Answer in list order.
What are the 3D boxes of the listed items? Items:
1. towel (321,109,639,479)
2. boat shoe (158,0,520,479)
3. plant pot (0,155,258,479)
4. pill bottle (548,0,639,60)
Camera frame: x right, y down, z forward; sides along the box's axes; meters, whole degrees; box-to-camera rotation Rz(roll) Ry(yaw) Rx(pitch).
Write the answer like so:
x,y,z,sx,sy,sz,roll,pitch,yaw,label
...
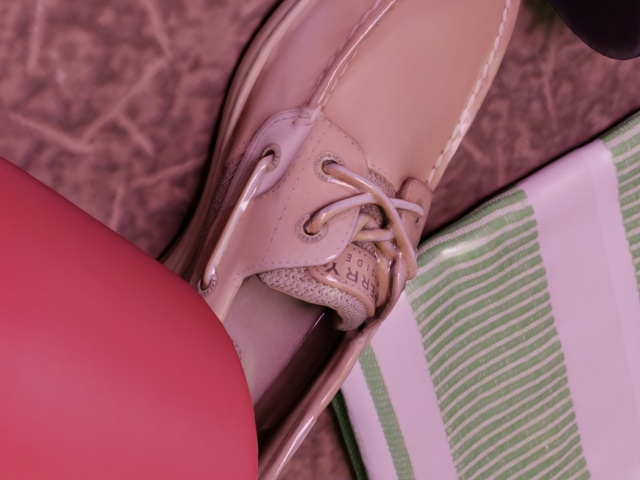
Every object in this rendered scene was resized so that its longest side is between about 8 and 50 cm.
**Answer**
x,y,z,sx,sy,sz,roll,pitch,yaw,label
0.161,0.055,0.879,0.324,0.038,0.248,-29,124,-15,towel
0.000,0.000,0.717,0.109,0.098,0.302,30,97,-37,boat shoe
-0.169,0.069,0.567,0.243,0.275,0.275,23,101,-46,plant pot
0.198,-0.166,0.736,0.219,0.123,0.123,-29,125,-15,pill bottle
